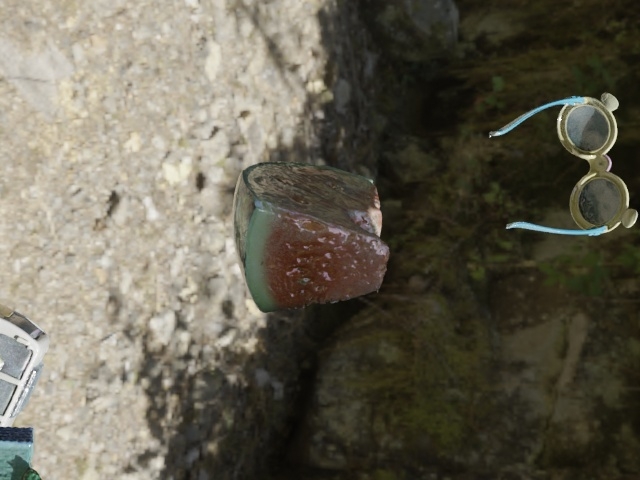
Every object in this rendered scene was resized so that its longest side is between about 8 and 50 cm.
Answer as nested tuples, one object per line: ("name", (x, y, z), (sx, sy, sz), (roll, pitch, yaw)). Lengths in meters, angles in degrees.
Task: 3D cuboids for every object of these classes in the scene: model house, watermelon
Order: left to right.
("model house", (-0.457, 0.318, 1.283), (0.148, 0.120, 0.148), (116, -30, -52))
("watermelon", (0.000, 0.000, 1.167), (0.318, 0.226, 0.148), (-19, 128, -59))

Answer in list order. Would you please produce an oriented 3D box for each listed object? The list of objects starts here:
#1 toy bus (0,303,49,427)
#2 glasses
("toy bus", (-0.549, 0.273, 1.407), (0.342, 0.138, 0.097), (-64, -175, 2))
("glasses", (0.299, -0.092, 1.174), (0.221, 0.088, 0.189), (-9, 89, -29))
